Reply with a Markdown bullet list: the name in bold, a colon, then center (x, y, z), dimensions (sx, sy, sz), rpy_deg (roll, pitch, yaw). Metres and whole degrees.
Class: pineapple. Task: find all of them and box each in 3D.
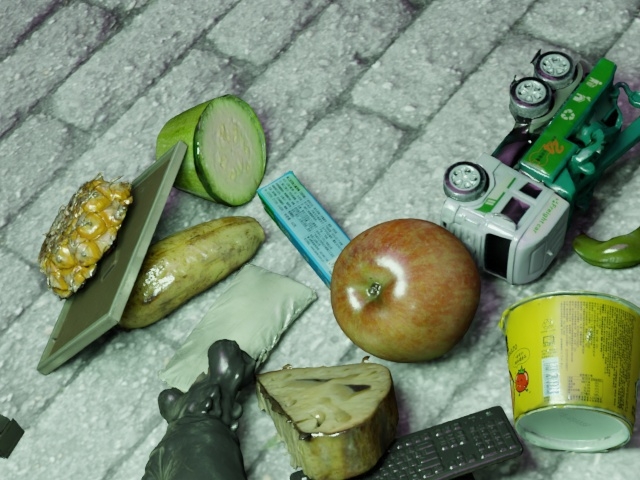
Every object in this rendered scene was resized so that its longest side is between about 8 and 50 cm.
- **pineapple**: center (-0.356, -0.014, 1.929), dimensions (0.225, 0.076, 0.224), rpy_deg (-45, 25, 28)

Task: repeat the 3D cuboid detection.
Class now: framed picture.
- **framed picture**: center (-0.300, 0.024, 1.885), dimensions (0.240, 0.020, 0.324), rpy_deg (-35, 30, 46)

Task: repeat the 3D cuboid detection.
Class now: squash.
- **squash**: center (-0.169, -0.137, 1.985), dimensions (0.123, 0.170, 0.170), rpy_deg (5, 52, 38)

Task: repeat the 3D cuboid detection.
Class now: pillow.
- **pillow**: center (-0.114, 0.129, 1.807), dimensions (0.128, 0.051, 0.229), rpy_deg (23, 60, 29)

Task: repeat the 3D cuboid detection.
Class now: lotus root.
- **lotus root**: center (-0.203, 0.037, 1.888), dimensions (0.258, 0.097, 0.110), rpy_deg (-33, 46, -14)
- **lotus root**: center (0.014, 0.210, 1.629), dimensions (0.170, 0.074, 0.260), rpy_deg (-18, 18, -5)

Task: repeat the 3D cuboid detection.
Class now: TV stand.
- **TV stand**: center (-0.538, 0.246, 1.859), dimensions (0.257, 0.040, 0.049), rpy_deg (14, 57, 28)

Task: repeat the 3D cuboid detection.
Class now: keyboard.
- **keyboard**: center (0.050, 0.287, 1.556), dimensions (0.381, 0.041, 0.103), rpy_deg (-24, 30, 1)

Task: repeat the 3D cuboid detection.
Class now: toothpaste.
- **toothpaste**: center (0.000, 0.000, 1.876), dimensions (0.065, 0.050, 0.266), rpy_deg (-33, 49, -9)

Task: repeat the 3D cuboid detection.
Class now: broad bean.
- **broad bean**: center (0.442, -0.004, 1.729), dimensions (0.214, 0.048, 0.070), rpy_deg (-10, 49, 15)

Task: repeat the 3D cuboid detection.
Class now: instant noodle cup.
- **instant noodle cup**: center (0.302, 0.163, 1.560), dimensions (0.182, 0.182, 0.144), rpy_deg (-3, 60, 17)

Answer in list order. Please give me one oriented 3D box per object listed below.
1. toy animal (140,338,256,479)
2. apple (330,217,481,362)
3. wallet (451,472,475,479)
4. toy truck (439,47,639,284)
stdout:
- **toy animal**: center (-0.152, 0.273, 1.607), dimensions (0.168, 0.106, 0.343), rpy_deg (-30, 38, 17)
- **apple**: center (0.107, 0.065, 1.682), dimensions (0.188, 0.174, 0.188), rpy_deg (-1, 88, 34)
- **wallet**: center (0.014, 0.368, 1.560), dimensions (0.378, 0.051, 0.197), rpy_deg (-18, 45, 6)
- **toy truck**: center (0.310, -0.107, 1.785), dimensions (0.178, 0.176, 0.363), rpy_deg (33, 66, 24)
